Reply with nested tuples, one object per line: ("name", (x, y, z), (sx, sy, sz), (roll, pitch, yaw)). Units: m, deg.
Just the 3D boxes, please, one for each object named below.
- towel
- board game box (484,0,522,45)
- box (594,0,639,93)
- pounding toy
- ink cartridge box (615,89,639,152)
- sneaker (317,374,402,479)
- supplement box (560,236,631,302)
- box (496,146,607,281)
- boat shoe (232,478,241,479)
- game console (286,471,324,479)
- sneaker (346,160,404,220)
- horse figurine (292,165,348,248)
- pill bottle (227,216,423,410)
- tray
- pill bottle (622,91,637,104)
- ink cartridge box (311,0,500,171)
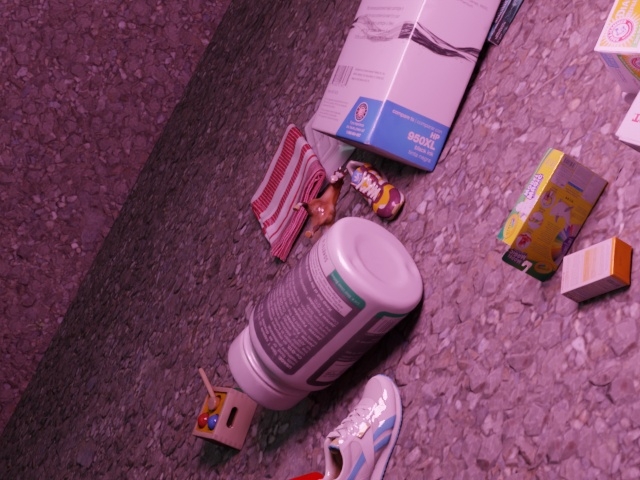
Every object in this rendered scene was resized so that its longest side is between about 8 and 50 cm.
("towel", (-0.082, -0.123, 2.521), (0.237, 0.037, 0.329), (-63, 23, 17))
("board game box", (0.326, -0.452, 2.112), (0.126, 0.026, 0.186), (-62, 25, 6))
("box", (0.488, -0.319, 1.527), (0.103, 0.114, 0.203), (13, 73, 44))
("pounding toy", (-0.211, 0.351, 2.264), (0.130, 0.100, 0.141), (-9, 58, 59))
("ink cartridge box", (0.537, -0.213, 1.362), (0.289, 0.121, 0.211), (-61, 25, 4))
("sneaker", (0.065, 0.323, 1.775), (0.087, 0.092, 0.229), (-20, 47, 58))
("supplement box", (0.384, 0.042, 1.505), (0.098, 0.036, 0.062), (-28, 42, 51))
("box", (0.336, -0.035, 1.591), (0.179, 0.105, 0.043), (-61, 31, 3))
("boat shoe", (-0.153, 0.577, 1.926), (0.113, 0.105, 0.306), (-28, 42, 51))
("game console", (-0.026, 0.469, 1.840), (0.144, 0.124, 0.085), (-160, 60, -64))
("sneaker", (0.101, -0.101, 2.130), (0.069, 0.084, 0.185), (-57, 25, 11))
("horse figurine", (0.000, 0.000, 2.145), (0.174, 0.066, 0.263), (-42, -46, -60))
("pill bottle", (-0.001, 0.141, 1.948), (0.361, 0.204, 0.204), (-46, 30, 31))
("tray", (0.012, -0.236, 2.498), (0.145, 0.030, 0.270), (-52, 27, 25))
("pill bottle", (0.475, -0.245, 1.605), (0.043, 0.043, 0.083), (-24, 44, 53))
("ink cartridge box", (0.168, -0.361, 2.122), (0.285, 0.166, 0.395), (29, 98, 65))
